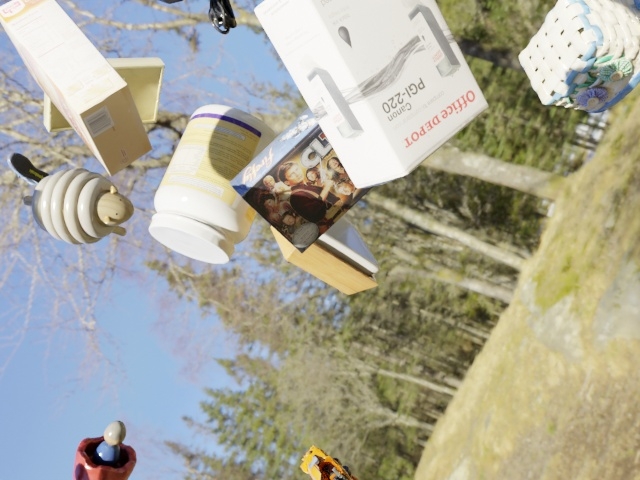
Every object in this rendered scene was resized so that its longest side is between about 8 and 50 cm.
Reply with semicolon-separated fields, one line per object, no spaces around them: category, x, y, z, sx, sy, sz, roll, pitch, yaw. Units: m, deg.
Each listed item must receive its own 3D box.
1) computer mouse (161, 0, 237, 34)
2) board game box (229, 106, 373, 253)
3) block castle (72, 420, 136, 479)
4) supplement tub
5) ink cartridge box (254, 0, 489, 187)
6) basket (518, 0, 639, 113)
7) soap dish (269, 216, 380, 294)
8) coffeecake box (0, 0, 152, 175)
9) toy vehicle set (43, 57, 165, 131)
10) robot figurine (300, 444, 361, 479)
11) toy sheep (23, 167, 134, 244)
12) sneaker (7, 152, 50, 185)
computer mouse;-0.229;-0.402;0.913;0.060;0.261;0.184;-47;39;37
board game box;0.012;-0.112;0.937;0.243;0.042;0.165;-44;-43;2
block castle;-0.426;0.326;0.755;0.303;0.453;0.213;36;106;60
supplement tub;-0.257;-0.134;1.607;0.241;0.240;0.332;80;-152;-67
ink cartridge box;0.059;-0.188;0.695;0.158;0.218;0.092;-39;17;-29
basket;0.558;-0.369;1.278;0.288;0.201;0.255;-14;-23;-18
soap dish;0.000;0.000;1.638;0.118;0.229;0.290;-44;-47;15
coffeecake box;-0.299;-0.193;0.813;0.068;0.185;0.142;-37;-17;-16
toy vehicle set;-0.502;-0.341;1.537;0.266;0.035;0.166;-13;-39;-36
robot figurine;0.069;0.611;1.579;0.085;0.211;0.291;-49;26;-8
toy sheep;-0.262;-0.036;0.712;0.091;0.132;0.091;1;-90;-74
sneaker;-0.829;-0.195;1.853;0.144;0.059;0.053;53;-129;-54
